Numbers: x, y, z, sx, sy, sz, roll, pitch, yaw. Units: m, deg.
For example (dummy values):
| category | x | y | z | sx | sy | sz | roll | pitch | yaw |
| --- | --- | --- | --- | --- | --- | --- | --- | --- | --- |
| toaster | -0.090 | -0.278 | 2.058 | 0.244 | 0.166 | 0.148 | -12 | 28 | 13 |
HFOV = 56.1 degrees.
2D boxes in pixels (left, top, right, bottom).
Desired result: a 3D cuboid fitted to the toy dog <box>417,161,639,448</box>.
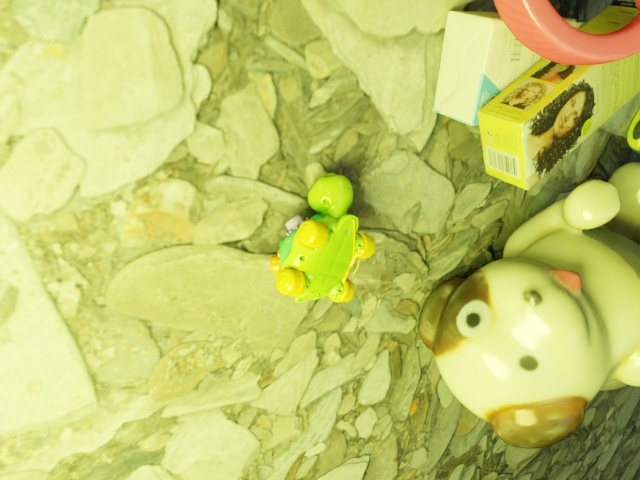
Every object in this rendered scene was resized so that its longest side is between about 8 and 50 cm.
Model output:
| category | x | y | z | sx | sy | sz | roll | pitch | yaw |
| --- | --- | --- | --- | --- | --- | --- | --- | --- | --- |
| toy dog | 0.323 | 0.095 | 0.803 | 0.407 | 0.285 | 0.395 | -12 | 151 | -37 |

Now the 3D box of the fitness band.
| category | x | y | z | sx | sy | sz | roll | pitch | yaw |
| --- | --- | --- | --- | --- | --- | --- | --- | --- | --- |
| fitness band | 0.259 | -0.310 | 0.554 | 0.208 | 0.054 | 0.291 | 4 | 96 | -18 |

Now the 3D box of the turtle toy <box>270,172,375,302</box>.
| category | x | y | z | sx | sy | sz | roll | pitch | yaw |
| --- | --- | --- | --- | --- | --- | --- | --- | --- | --- |
| turtle toy | 0.000 | 0.000 | 0.576 | 0.095 | 0.066 | 0.130 | 14 | 103 | -46 |

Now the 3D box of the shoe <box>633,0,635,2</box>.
| category | x | y | z | sx | sy | sz | roll | pitch | yaw |
| --- | --- | --- | --- | --- | --- | --- | --- | --- | --- |
| shoe | 0.455 | -0.290 | 0.811 | 0.081 | 0.063 | 0.178 | 22 | 104 | -47 |

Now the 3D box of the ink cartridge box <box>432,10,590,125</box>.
| category | x | y | z | sx | sy | sz | roll | pitch | yaw |
| --- | --- | --- | --- | --- | --- | --- | --- | --- | --- |
| ink cartridge box | 0.212 | -0.191 | 0.654 | 0.181 | 0.061 | 0.104 | -14 | 122 | -35 |

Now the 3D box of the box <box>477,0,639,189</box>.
| category | x | y | z | sx | sy | sz | roll | pitch | yaw |
| --- | --- | --- | --- | --- | --- | --- | --- | --- | --- |
| box | 0.267 | -0.157 | 0.634 | 0.232 | 0.058 | 0.087 | -40 | 134 | -17 |

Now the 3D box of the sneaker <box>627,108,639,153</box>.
| category | x | y | z | sx | sy | sz | roll | pitch | yaw |
| --- | --- | --- | --- | --- | --- | --- | --- | --- | --- |
| sneaker | 0.613 | -0.203 | 0.956 | 0.295 | 0.109 | 0.124 | -32 | 138 | -15 |
